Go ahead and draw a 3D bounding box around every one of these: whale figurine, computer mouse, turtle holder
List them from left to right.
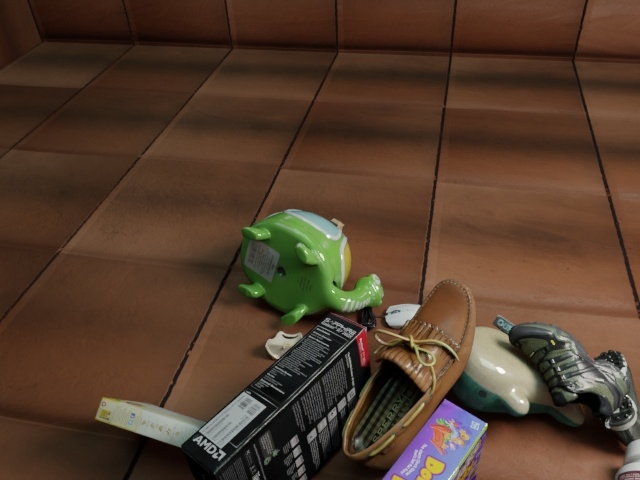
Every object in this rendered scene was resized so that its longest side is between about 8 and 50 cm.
[{"bbox_3d":[-0.021,0.044,1.385,0.320,0.243,0.227,2,21,34],"label":"turtle holder"},{"bbox_3d":[0.189,0.170,1.371,0.193,0.042,0.106,5,39,10],"label":"computer mouse"},{"bbox_3d":[0.374,0.288,1.166,0.272,0.141,0.216,27,25,1],"label":"whale figurine"}]

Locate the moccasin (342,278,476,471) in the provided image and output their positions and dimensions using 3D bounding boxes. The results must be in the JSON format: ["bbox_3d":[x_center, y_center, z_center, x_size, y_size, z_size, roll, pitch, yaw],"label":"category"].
[{"bbox_3d":[0.159,0.236,1.082,0.139,0.147,0.380,34,86,39],"label":"moccasin"}]

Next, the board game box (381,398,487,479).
[{"bbox_3d":[0.122,0.443,0.893,0.078,0.233,0.347,26,48,31],"label":"board game box"}]

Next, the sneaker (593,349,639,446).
[{"bbox_3d":[0.579,0.310,1.145,0.078,0.106,0.234,-27,14,27],"label":"sneaker"}]

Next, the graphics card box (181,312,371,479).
[{"bbox_3d":[-0.052,0.327,1.047,0.094,0.232,0.371,21,46,35],"label":"graphics card box"}]

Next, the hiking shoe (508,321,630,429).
[{"bbox_3d":[0.437,0.237,1.068,0.227,0.086,0.114,31,54,19],"label":"hiking shoe"}]

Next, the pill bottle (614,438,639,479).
[{"bbox_3d":[0.533,0.440,0.952,0.121,0.121,0.221,17,44,24],"label":"pill bottle"}]

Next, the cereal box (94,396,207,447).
[{"bbox_3d":[-0.267,0.348,1.093,0.240,0.173,0.047,11,74,18],"label":"cereal box"}]

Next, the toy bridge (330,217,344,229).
[{"bbox_3d":[0.000,0.000,1.608,0.063,0.026,0.188,32,51,32],"label":"toy bridge"}]

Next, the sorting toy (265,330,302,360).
[{"bbox_3d":[-0.073,0.230,1.323,0.083,0.044,0.075,3,32,8],"label":"sorting toy"}]

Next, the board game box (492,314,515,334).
[{"bbox_3d":[0.455,0.228,1.225,0.186,0.126,0.026,37,92,38],"label":"board game box"}]
